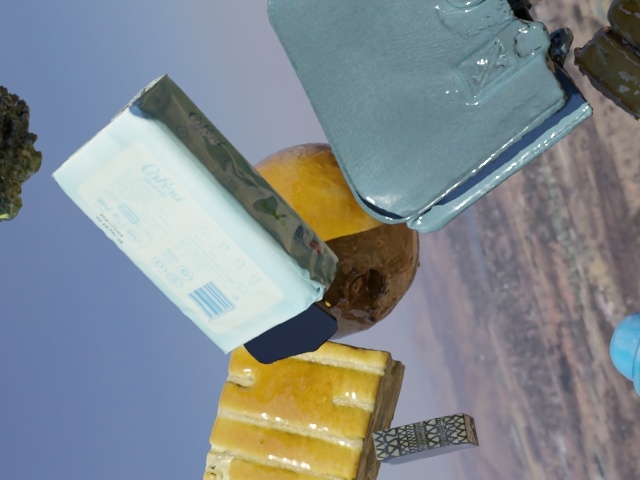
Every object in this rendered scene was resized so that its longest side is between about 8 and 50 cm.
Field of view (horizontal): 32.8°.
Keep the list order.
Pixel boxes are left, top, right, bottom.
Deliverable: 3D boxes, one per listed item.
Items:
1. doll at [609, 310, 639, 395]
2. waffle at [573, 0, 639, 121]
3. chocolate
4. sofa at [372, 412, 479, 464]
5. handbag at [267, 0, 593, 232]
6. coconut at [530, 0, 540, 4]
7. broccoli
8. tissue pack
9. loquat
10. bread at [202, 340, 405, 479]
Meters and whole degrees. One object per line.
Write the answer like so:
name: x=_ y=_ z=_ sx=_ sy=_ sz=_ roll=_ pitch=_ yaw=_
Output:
doll: x=0.432 y=0.129 z=1.062 sx=0.363 sy=0.199 sz=0.145 roll=-2 pitch=62 yaw=67
waffle: x=0.362 y=-0.135 z=0.912 sx=0.213 sy=0.091 sz=0.308 roll=45 pitch=-144 yaw=15
chocolate: x=-0.053 y=0.104 z=1.508 sx=0.080 sy=0.148 sz=0.125 roll=-90 pitch=15 yaw=-60
sofa: x=0.129 y=0.242 z=1.321 sx=0.060 sy=0.118 sz=0.039 roll=37 pitch=-139 yaw=-62
handbag: x=0.070 y=-0.135 z=0.752 sx=0.062 sy=0.179 sz=0.229 roll=13 pitch=-134 yaw=-51
coconut: x=0.228 y=-0.428 z=1.395 sx=0.329 sy=0.328 sz=0.329 roll=-17 pitch=-90 yaw=-87
broccoli: x=-0.458 y=-0.060 z=1.286 sx=0.248 sy=0.288 sz=0.245 roll=48 pitch=147 yaw=30
tissue pack: x=-0.124 y=-0.022 z=1.098 sx=0.263 sy=0.177 sz=0.089 roll=48 pitch=-137 yaw=-12
loquat: x=0.000 y=0.000 z=1.747 sx=0.328 sy=0.328 sz=0.328 roll=-17 pitch=-90 yaw=-87
bread: x=-0.030 y=0.257 z=1.558 sx=0.111 sy=0.246 sz=0.239 roll=51 pitch=-127 yaw=-64
